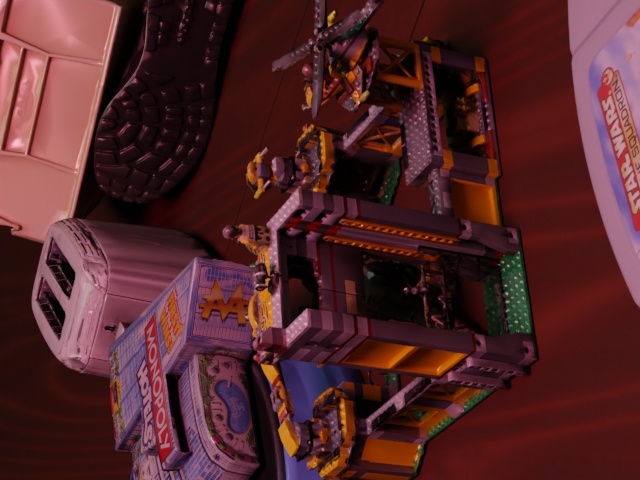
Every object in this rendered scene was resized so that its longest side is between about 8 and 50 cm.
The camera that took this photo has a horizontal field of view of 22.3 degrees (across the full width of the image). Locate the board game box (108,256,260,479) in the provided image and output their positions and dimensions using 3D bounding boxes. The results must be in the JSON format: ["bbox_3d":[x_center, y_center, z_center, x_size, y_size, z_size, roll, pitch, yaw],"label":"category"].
[{"bbox_3d":[-0.102,0.113,1.264,0.194,0.060,0.194,124,146,-43],"label":"board game box"}]

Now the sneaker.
[{"bbox_3d":[-0.150,-0.176,1.642,0.124,0.107,0.283,-106,36,-70],"label":"sneaker"}]

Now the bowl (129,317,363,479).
[{"bbox_3d":[-0.071,0.254,1.311,0.391,0.077,0.391,-35,51,58],"label":"bowl"}]

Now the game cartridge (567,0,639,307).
[{"bbox_3d":[0.214,-0.079,0.849,0.198,0.062,0.297,-48,40,43],"label":"game cartridge"}]

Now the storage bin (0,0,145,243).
[{"bbox_3d":[-0.273,-0.152,1.722,0.262,0.123,0.260,-76,2,-78],"label":"storage bin"}]

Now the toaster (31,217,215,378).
[{"bbox_3d":[-0.182,0.053,1.537,0.227,0.146,0.129,45,121,61],"label":"toaster"}]

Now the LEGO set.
[{"bbox_3d":[0.000,0.000,1.109,0.255,0.192,0.331,-36,50,57],"label":"LEGO set"}]
